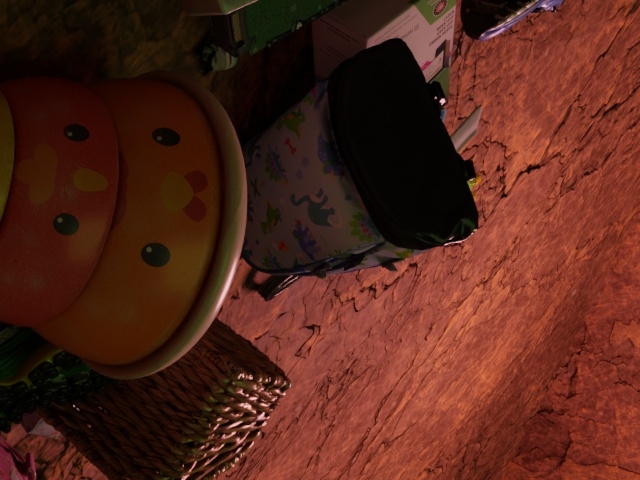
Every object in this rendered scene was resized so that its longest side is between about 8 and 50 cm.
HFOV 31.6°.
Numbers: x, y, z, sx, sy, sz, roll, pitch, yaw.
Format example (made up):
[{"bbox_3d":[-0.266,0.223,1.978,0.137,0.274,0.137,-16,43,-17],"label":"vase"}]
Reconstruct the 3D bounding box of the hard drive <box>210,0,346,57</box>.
[{"bbox_3d":[0.002,-0.395,1.388,0.339,0.064,0.237,-36,145,-24],"label":"hard drive"}]

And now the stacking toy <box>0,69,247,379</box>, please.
[{"bbox_3d":[-0.345,-0.046,1.141,0.480,0.350,0.351,11,113,-43],"label":"stacking toy"}]

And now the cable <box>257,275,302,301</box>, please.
[{"bbox_3d":[0.000,0.000,1.964,0.287,0.072,0.139,-35,176,-8],"label":"cable"}]

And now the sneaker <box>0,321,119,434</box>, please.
[{"bbox_3d":[-0.411,0.159,1.396,0.343,0.146,0.134,-21,140,-23],"label":"sneaker"}]

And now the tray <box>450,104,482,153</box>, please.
[{"bbox_3d":[0.162,-0.098,1.806,0.270,0.030,0.145,-47,178,-19],"label":"tray"}]

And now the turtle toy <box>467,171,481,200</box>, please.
[{"bbox_3d":[0.257,-0.088,2.226,0.095,0.066,0.130,-31,146,-34],"label":"turtle toy"}]

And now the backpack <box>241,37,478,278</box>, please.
[{"bbox_3d":[0.019,-0.079,1.600,0.273,0.290,0.355,-21,180,-20],"label":"backpack"}]

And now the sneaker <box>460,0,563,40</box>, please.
[{"bbox_3d":[0.363,-0.430,1.936,0.330,0.130,0.147,-41,148,-24],"label":"sneaker"}]

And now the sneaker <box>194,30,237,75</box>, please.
[{"bbox_3d":[-0.135,-0.252,1.449,0.069,0.038,0.098,-33,146,-37],"label":"sneaker"}]

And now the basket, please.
[{"bbox_3d":[-0.221,0.198,1.548,0.223,0.299,0.213,-58,154,4],"label":"basket"}]

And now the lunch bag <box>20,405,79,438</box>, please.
[{"bbox_3d":[-0.380,0.235,1.609,0.083,0.053,0.071,-46,151,6],"label":"lunch bag"}]

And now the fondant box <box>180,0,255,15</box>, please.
[{"bbox_3d":[-0.032,-0.412,1.205,0.330,0.096,0.238,-31,113,-25],"label":"fondant box"}]

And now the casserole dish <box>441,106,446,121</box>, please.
[{"bbox_3d":[0.135,-0.147,1.733,0.114,0.037,0.188,-43,166,-19],"label":"casserole dish"}]

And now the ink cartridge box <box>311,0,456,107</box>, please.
[{"bbox_3d":[0.096,-0.275,1.702,0.201,0.117,0.278,-40,151,-25],"label":"ink cartridge box"}]

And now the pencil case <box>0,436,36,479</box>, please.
[{"bbox_3d":[-0.533,0.409,1.450,0.386,0.160,0.167,-54,153,-3],"label":"pencil case"}]
